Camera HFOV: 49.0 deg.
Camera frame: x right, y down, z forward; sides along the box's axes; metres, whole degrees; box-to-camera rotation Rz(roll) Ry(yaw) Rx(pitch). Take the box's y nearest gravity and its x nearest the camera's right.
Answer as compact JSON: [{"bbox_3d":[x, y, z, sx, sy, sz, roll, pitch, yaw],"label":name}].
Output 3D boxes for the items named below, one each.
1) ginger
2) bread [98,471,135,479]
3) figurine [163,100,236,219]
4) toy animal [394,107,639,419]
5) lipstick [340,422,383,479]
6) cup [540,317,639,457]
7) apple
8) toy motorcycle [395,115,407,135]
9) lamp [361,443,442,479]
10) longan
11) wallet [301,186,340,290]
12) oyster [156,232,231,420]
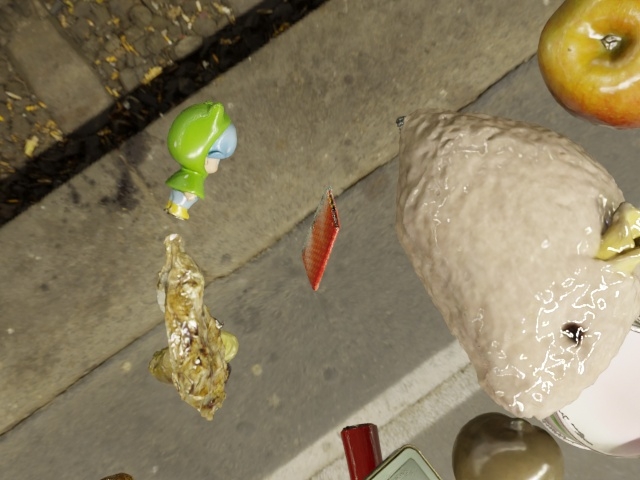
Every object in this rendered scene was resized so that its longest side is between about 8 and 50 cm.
[{"bbox_3d":[-0.313,0.293,1.716,0.262,0.109,0.117,-28,73,36],"label":"ginger"},{"bbox_3d":[-0.478,0.654,1.522,0.279,0.250,0.225,-28,64,-34],"label":"bread"},{"bbox_3d":[-0.272,-0.176,1.524,0.143,0.162,0.264,20,95,-21],"label":"figurine"},{"bbox_3d":[0.210,-0.007,0.761,0.226,0.188,0.359,-30,78,6],"label":"toy animal"},{"bbox_3d":[0.096,0.483,1.373,0.080,0.080,0.241,-9,70,-1],"label":"lipstick"},{"bbox_3d":[0.446,0.224,1.097,0.252,0.274,0.254,-2,84,16],"label":"cup"},{"bbox_3d":[0.351,-0.210,0.808,0.195,0.173,0.160,27,115,30],"label":"apple"},{"bbox_3d":[0.255,-0.114,1.267,0.108,0.173,0.307,-48,58,25],"label":"toy motorcycle"},{"bbox_3d":[0.149,0.513,1.168,0.266,0.047,0.269,-26,70,-42],"label":"lamp"},{"bbox_3d":[0.316,0.382,1.196,0.189,0.189,0.189,0,87,-1],"label":"longan"},{"bbox_3d":[0.000,0.000,1.347,0.020,0.197,0.103,-1,52,-19],"label":"wallet"},{"bbox_3d":[-0.228,0.192,1.292,0.110,0.204,0.396,-13,131,-5],"label":"oyster"}]
